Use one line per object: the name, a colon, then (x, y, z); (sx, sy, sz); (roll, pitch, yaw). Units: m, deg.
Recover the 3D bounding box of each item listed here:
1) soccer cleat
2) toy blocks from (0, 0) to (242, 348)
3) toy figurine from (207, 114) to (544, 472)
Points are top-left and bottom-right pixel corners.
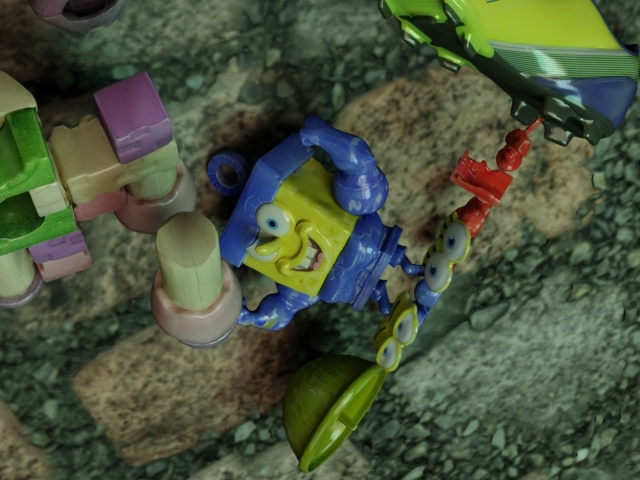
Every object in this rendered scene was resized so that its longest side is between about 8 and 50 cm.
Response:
soccer cleat: (0.148, -0.187, 1.451); (0.289, 0.093, 0.121); (34, 74, -31)
toy blocks: (-0.227, -0.024, 1.320); (0.289, 0.309, 0.260); (-19, 160, -7)
toy figurine: (0.000, 0.000, 1.491); (0.217, 0.191, 0.362); (32, 132, 3)
